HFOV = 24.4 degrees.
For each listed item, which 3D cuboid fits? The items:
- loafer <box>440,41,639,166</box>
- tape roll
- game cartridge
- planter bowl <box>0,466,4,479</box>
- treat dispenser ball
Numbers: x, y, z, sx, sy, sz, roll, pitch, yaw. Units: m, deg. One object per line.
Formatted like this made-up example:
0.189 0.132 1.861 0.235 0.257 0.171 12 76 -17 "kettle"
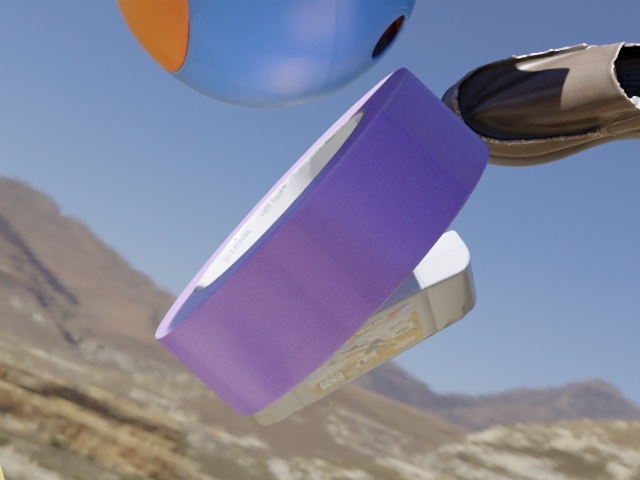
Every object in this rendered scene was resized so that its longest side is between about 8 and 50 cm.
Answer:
0.318 -0.183 1.727 0.365 0.134 0.130 -9 -22 1 "loafer"
0.000 0.000 1.106 0.090 0.275 0.275 43 -11 -6 "tape roll"
0.034 0.100 1.607 0.062 0.297 0.198 60 -1 16 "game cartridge"
-0.372 0.266 1.428 0.090 0.217 0.217 -11 10 -30 "planter bowl"
-0.049 -0.263 1.323 0.288 0.288 0.288 21 -8 3 "treat dispenser ball"
